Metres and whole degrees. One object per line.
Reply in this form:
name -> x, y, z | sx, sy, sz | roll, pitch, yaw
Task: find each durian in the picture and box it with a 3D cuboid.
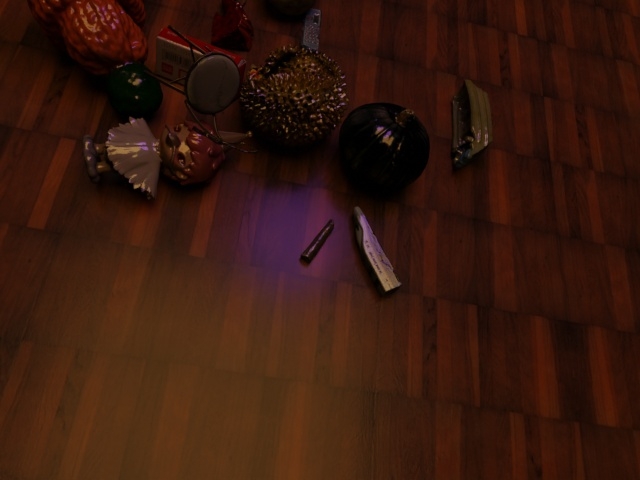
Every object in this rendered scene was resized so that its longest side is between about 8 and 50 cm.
durian -> -0.074, -0.351, 1.406 | 0.293, 0.258, 0.258 | 3, 63, 5

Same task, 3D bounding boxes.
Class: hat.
hat -> -0.549, -0.486, 1.355 | 0.285, 0.285, 0.400 | -13, 80, -19

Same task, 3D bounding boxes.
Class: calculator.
calculator -> -0.028, -0.633, 1.668 | 0.057, 0.018, 0.172 | 10, 62, -10

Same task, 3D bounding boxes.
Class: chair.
chair -> -0.250, -0.345, 1.270 | 0.326, 0.160, 0.170 | 40, 105, 34

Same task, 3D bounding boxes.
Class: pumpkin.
pumpkin -> 0.172, -0.253, 1.421 | 0.250, 0.216, 0.250 | 22, 40, -20

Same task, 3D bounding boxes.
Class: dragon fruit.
dragon fruit -> -0.248, -0.629, 1.599 | 0.092, 0.122, 0.192 | 20, 48, -49

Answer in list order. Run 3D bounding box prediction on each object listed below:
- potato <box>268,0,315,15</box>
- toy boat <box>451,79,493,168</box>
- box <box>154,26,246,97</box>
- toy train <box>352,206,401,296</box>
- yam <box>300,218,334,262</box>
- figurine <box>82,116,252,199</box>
potato -> -0.085, -0.773, 1.645 | 0.197, 0.148, 0.228 | -1, 72, -28
toy boat -> 0.424, -0.319, 1.569 | 0.084, 0.111, 0.276 | 14, 61, -13
box -> -0.315, -0.454, 1.453 | 0.229, 0.123, 0.050 | 20, 52, -3
toy train -> 0.122, 0.022, 1.366 | 0.051, 0.052, 0.233 | -21, 71, -17
yam -> 0.000, 0.000, 1.360 | 0.033, 0.027, 0.129 | 15, 55, 40
figurine -> -0.343, -0.207, 1.302 | 0.387, 0.166, 0.207 | -8, 70, -15
